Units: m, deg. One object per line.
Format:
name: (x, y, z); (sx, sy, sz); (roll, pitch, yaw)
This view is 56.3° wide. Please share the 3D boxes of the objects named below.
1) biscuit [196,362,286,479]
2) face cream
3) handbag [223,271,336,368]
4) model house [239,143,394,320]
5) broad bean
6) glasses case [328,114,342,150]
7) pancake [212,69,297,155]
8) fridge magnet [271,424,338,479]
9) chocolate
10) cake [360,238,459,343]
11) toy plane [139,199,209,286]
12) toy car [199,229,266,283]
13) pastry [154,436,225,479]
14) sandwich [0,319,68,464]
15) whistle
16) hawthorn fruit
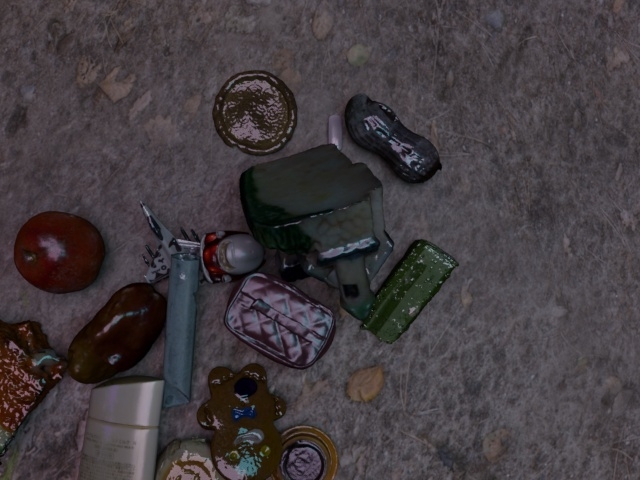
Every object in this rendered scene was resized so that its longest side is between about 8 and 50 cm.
biscuit: (-0.151, 0.359, 1.180); (0.179, 0.039, 0.236); (-4, 64, -20)
face cream: (-0.396, 0.436, 1.163); (0.173, 0.081, 0.349); (1, 80, 24)
handbag: (-0.083, 0.164, 1.206); (0.225, 0.135, 0.146); (31, 78, 2)
model house: (0.002, -0.001, 1.158); (0.243, 0.298, 0.284); (-20, 120, -4)
broad bean: (-0.395, 0.186, 1.174); (0.122, 0.156, 0.228); (35, 76, 6)
glasses case: (0.033, -0.237, 1.325); (0.032, 0.021, 0.083); (-1, 82, -1)
pancake: (-0.145, -0.282, 1.323); (0.199, 0.021, 0.199); (0, 82, -2)
fridge magnet: (-0.035, 0.445, 1.204); (0.143, 0.063, 0.143); (0, 84, -1)
chocolate: (0.151, -0.215, 1.290); (0.248, 0.110, 0.110); (42, 82, 3)
cake: (0.185, 0.106, 1.281); (0.100, 0.099, 0.235); (36, 102, 1)
toy plane: (-0.308, 0.019, 1.240); (0.160, 0.082, 0.234); (-26, 96, 2)
toy car: (-0.162, 0.027, 1.212); (0.139, 0.112, 0.112); (-8, 88, -37)
pastry: (-0.256, 0.469, 1.177); (0.165, 0.088, 0.166); (1, 78, -3)
sandwich: (-0.629, 0.256, 1.180); (0.212, 0.109, 0.292); (-41, 88, -14)
whistle: (-0.278, 0.181, 1.189); (0.062, 0.062, 0.312); (6, 98, -2)
hawthorn fruit: (-0.516, 0.022, 1.184); (0.172, 0.173, 0.173); (0, 82, -3)
